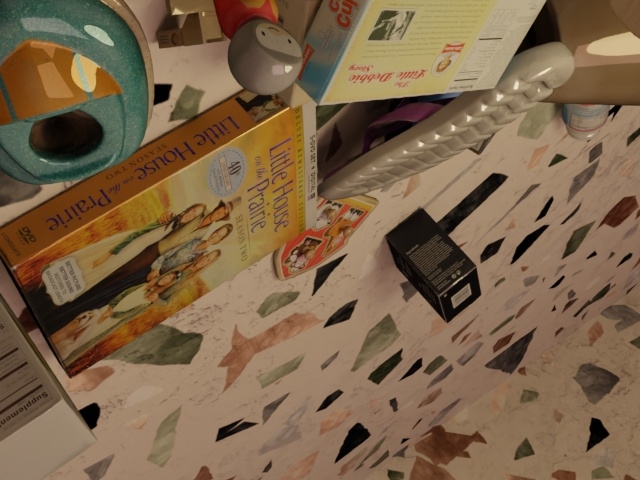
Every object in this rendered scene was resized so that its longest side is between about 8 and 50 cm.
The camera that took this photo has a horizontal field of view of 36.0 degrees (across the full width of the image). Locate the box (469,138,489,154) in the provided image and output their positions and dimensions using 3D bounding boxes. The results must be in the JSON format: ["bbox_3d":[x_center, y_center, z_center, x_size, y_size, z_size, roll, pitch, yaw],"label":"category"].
[{"bbox_3d":[0.307,-0.246,1.579,0.225,0.036,0.136,-47,165,-45],"label":"box"}]

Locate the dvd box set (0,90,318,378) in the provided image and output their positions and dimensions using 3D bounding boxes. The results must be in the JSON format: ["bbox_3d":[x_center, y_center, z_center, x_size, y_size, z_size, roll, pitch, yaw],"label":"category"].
[{"bbox_3d":[-0.187,-0.014,1.274,0.420,0.062,0.307,-32,154,-19],"label":"dvd box set"}]

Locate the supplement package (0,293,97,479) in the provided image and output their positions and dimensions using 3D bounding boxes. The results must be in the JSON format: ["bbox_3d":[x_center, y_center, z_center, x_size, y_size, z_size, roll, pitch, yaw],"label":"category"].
[{"bbox_3d":[-0.369,0.141,1.047,0.134,0.244,0.139,-35,154,-15],"label":"supplement package"}]

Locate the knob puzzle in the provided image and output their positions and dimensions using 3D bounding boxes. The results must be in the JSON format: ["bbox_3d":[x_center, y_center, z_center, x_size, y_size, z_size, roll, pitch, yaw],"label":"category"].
[{"bbox_3d":[0.000,0.000,1.599,0.213,0.030,0.213,-33,154,-19],"label":"knob puzzle"}]

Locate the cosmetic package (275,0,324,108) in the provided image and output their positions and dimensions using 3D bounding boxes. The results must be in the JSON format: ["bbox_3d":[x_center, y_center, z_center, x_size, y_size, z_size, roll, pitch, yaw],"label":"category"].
[{"bbox_3d":[0.065,-0.289,1.137,0.309,0.113,0.160,-27,151,-27],"label":"cosmetic package"}]

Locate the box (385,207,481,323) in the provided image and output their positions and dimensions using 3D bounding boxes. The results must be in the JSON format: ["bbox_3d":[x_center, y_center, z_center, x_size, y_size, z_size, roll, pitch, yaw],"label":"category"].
[{"bbox_3d":[0.211,0.048,1.822,0.093,0.158,0.156,-39,155,-5],"label":"box"}]

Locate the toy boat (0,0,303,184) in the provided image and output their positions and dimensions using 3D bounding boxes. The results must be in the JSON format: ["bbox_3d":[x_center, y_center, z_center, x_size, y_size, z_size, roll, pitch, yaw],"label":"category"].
[{"bbox_3d":[-0.181,-0.156,0.884,0.318,0.148,0.267,-19,151,-4],"label":"toy boat"}]

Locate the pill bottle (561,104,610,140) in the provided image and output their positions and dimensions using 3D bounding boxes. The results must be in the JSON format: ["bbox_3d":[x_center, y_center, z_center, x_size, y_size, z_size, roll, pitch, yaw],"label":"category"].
[{"bbox_3d":[0.495,-0.253,1.831,0.087,0.087,0.160,-38,155,-8],"label":"pill bottle"}]

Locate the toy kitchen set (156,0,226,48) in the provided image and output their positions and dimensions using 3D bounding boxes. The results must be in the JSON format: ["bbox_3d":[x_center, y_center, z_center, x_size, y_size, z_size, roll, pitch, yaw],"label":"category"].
[{"bbox_3d":[-0.150,-0.240,1.005,0.068,0.075,0.083,-20,107,-44],"label":"toy kitchen set"}]

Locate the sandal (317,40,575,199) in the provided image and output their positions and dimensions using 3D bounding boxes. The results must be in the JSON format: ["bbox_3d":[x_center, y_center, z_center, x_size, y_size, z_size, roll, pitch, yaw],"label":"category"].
[{"bbox_3d":[0.162,-0.176,1.376,0.416,0.102,0.169,-28,166,31],"label":"sandal"}]

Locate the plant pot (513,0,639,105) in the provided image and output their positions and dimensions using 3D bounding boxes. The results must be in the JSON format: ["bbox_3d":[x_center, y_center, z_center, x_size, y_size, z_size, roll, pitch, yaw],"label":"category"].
[{"bbox_3d":[0.416,-0.323,1.408,0.280,0.323,0.323,-15,147,-15],"label":"plant pot"}]

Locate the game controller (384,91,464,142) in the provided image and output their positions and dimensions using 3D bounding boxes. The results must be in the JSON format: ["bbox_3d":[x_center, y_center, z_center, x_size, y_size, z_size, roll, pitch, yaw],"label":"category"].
[{"bbox_3d":[0.179,-0.242,1.426,0.166,0.067,0.319,-30,152,-24],"label":"game controller"}]

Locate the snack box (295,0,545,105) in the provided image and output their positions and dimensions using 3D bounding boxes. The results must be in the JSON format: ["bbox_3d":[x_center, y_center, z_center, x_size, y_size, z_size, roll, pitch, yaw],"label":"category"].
[{"bbox_3d":[0.128,-0.249,1.087,0.322,0.060,0.187,-13,142,-45],"label":"snack box"}]

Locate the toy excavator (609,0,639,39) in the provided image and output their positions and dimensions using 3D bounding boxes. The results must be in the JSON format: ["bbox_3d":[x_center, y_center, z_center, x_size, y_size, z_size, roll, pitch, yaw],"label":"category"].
[{"bbox_3d":[0.353,-0.372,1.019,0.433,0.445,0.222,-20,147,-39],"label":"toy excavator"}]
